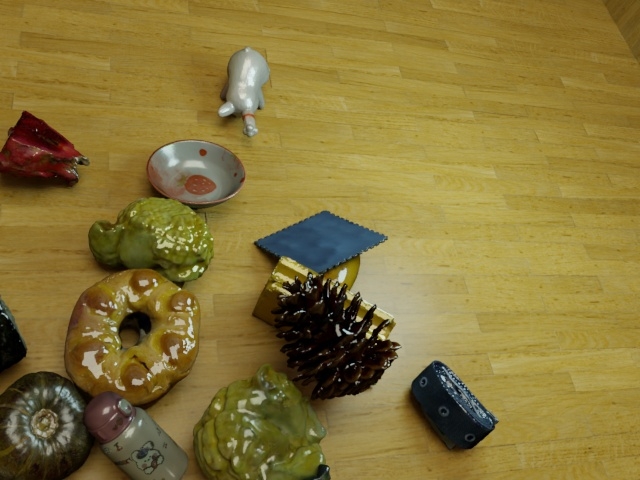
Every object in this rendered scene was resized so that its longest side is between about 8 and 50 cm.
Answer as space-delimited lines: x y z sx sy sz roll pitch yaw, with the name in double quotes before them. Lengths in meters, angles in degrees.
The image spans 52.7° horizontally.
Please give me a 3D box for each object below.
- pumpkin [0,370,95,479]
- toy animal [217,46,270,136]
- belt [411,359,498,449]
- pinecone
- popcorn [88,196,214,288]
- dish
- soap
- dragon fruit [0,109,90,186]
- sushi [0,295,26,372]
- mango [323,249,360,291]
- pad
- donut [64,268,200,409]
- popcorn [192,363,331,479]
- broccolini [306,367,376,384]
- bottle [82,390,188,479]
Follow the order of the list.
"pumpkin" -0.558 0.380 1.272 0.219 0.162 0.218 22 56 -37
"toy animal" -0.237 -0.437 1.961 0.141 0.138 0.282 8 78 -6
"belt" 0.314 0.415 1.598 0.218 0.128 0.122 50 26 17
"pinecone" 0.018 0.196 1.365 0.246 0.246 0.292 -37 86 -35
"popcorn" -0.397 -0.009 1.583 0.286 0.173 0.225 15 38 2
"dish" -0.336 -0.160 1.742 0.261 0.085 0.260 8 46 -8
"soap" 0.001 0.185 1.577 0.325 0.204 0.096 29 56 1
"dragon fruit" -0.695 -0.200 1.614 0.212 0.134 0.262 24 15 -22
"sushi" -0.750 0.139 1.326 0.171 0.210 0.350 -32 67 -29
"mango" 0.033 0.076 1.712 0.139 0.113 0.253 -10 27 23
"pad" 0.000 0.000 1.726 0.269 0.012 0.270 -24 33 -31
"donut" -0.415 0.217 1.429 0.299 0.150 0.317 43 55 10
"popcorn" -0.125 0.404 1.360 0.293 0.237 0.292 7 56 -11
"broccolini" 0.045 0.339 1.601 0.194 0.054 0.052 23 83 -13
"bottle" -0.373 0.397 1.285 0.233 0.110 0.110 56 49 -24
